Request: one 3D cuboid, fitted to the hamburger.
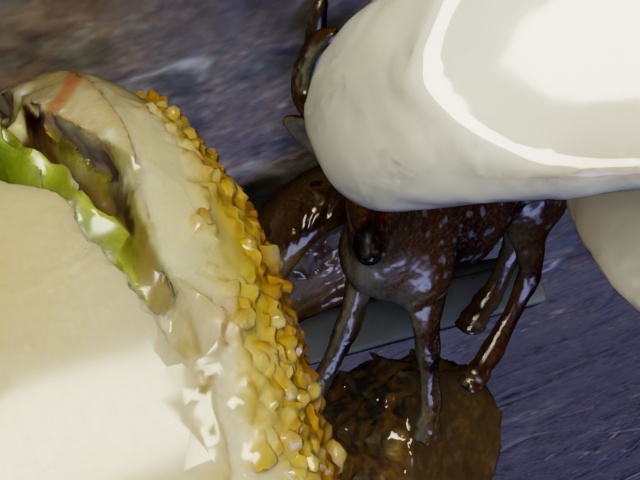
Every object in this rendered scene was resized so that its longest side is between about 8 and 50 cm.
[{"bbox_3d":[-0.093,0.084,0.708,0.170,0.302,0.302,-22,162,-23],"label":"hamburger"}]

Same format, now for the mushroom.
[{"bbox_3d":[0.000,0.000,0.954,0.123,0.052,0.123,-30,159,-13],"label":"mushroom"}]

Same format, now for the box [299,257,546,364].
[{"bbox_3d":[0.024,0.044,1.082,0.177,0.036,0.115,-12,180,-29],"label":"box"}]

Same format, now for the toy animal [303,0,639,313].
[{"bbox_3d":[0.098,-0.101,0.550,0.206,0.272,0.265,3,174,1],"label":"toy animal"}]

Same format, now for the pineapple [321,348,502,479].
[{"bbox_3d":[-0.010,0.122,1.123,0.237,0.111,0.119,-4,148,41],"label":"pineapple"}]

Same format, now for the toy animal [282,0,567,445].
[{"bbox_3d":[0.050,-0.021,0.875,0.243,0.087,0.260,-41,150,-48],"label":"toy animal"}]
